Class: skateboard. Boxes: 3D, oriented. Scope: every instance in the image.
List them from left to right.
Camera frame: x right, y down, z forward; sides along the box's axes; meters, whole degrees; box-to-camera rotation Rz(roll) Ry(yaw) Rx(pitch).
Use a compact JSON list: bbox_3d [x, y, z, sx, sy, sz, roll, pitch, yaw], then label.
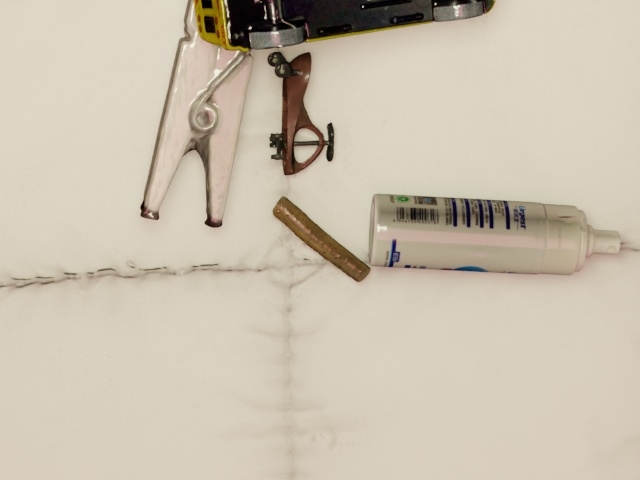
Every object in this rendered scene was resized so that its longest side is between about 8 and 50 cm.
[{"bbox_3d":[-0.022,-0.151,1.550,0.080,0.067,0.151,-2,112,-11],"label":"skateboard"}]

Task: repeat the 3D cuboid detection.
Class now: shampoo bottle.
[{"bbox_3d":[0.212,-0.005,1.576,0.303,0.092,0.092,3,106,-3],"label":"shampoo bottle"}]

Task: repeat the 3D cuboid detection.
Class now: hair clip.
[{"bbox_3d":[-0.131,-0.180,1.520,0.101,0.085,0.330,12,104,-7],"label":"hair clip"}]

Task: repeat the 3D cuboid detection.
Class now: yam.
[{"bbox_3d":[0.000,0.000,1.602,0.145,0.032,0.032,39,102,-12],"label":"yam"}]

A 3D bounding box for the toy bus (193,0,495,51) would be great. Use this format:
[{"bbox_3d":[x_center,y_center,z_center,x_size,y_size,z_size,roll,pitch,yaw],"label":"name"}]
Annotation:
[{"bbox_3d":[0.027,-0.300,1.426,0.331,0.151,0.145,-12,103,-22],"label":"toy bus"}]
